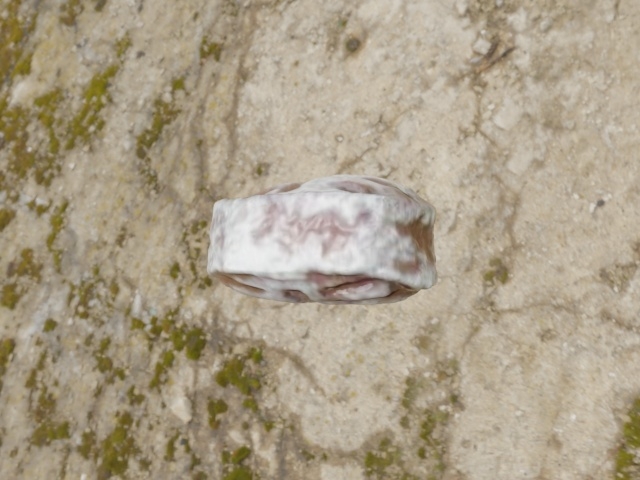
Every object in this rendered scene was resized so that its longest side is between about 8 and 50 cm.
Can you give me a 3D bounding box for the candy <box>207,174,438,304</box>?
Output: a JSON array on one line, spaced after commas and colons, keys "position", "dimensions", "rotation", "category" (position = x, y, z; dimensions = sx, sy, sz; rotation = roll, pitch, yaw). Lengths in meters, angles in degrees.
[{"position": [0.000, 0.000, 0.752], "dimensions": [0.289, 0.214, 0.157], "rotation": [0, 82, 26], "category": "candy"}]
